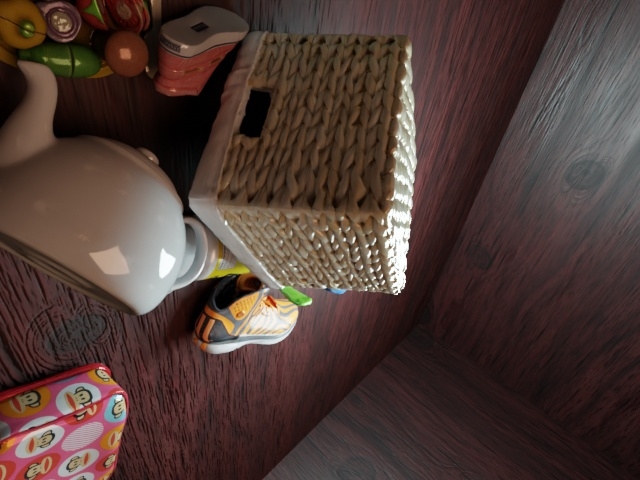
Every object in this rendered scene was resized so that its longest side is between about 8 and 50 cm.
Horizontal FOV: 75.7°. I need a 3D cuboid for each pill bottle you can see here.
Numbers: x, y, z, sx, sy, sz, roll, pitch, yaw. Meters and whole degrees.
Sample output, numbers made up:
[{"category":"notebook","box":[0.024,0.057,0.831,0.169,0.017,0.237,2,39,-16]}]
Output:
[{"category":"pill bottle","box":[-0.199,0.011,0.764,0.209,0.119,0.119,-4,124,-56]}]

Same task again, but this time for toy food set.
[{"category":"toy food set","box":[-0.253,-0.237,0.457,0.218,0.071,0.128,-18,135,-49]}]

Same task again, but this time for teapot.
[{"category":"teapot","box":[-0.263,-0.035,0.513,0.187,0.253,0.256,-63,-171,-26]}]

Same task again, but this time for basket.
[{"category":"basket","box":[0.010,-0.111,0.677,0.331,0.267,0.327,62,35,-60]}]

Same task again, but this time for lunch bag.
[{"category":"lunch bag","box":[-0.487,0.372,0.706,0.258,0.120,0.292,-11,130,-53]}]

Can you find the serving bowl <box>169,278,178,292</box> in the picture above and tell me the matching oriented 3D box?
[{"category":"serving bowl","box":[-0.298,0.072,0.763,0.083,0.027,0.083,-31,156,-16]}]

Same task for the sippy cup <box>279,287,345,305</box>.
[{"category":"sippy cup","box":[0.000,0.000,0.954,0.240,0.224,0.305,-40,149,-26]}]

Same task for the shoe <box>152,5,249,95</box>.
[{"category":"shoe","box":[-0.164,-0.260,0.565,0.081,0.064,0.178,-52,-174,41]}]

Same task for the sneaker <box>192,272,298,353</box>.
[{"category":"sneaker","box":[-0.146,0.157,1.004,0.321,0.125,0.179,-8,128,-55]}]
